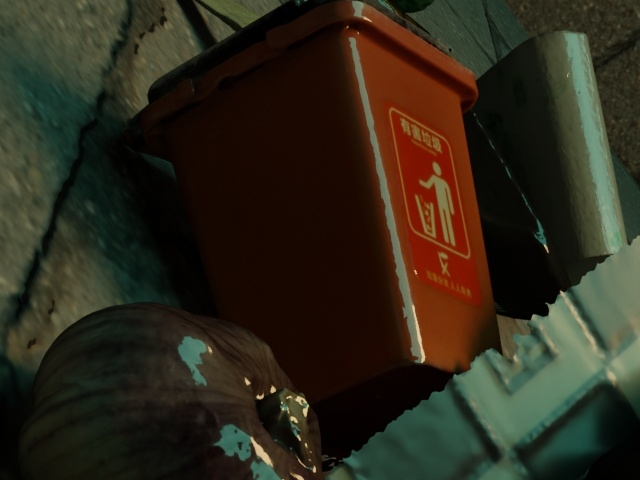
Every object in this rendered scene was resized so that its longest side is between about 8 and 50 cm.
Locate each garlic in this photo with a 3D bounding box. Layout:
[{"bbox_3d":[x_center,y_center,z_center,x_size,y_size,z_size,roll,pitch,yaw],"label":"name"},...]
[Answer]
[{"bbox_3d":[-0.050,0.090,0.706,0.159,0.102,0.147,46,17,-35],"label":"garlic"}]

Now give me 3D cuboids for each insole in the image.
[{"bbox_3d":[-0.045,-0.157,1.286,0.192,0.010,0.063,40,22,21],"label":"insole"}]

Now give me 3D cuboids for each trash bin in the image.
[{"bbox_3d":[0.000,0.000,0.958,0.161,0.184,0.239,23,49,-51],"label":"trash bin"}]

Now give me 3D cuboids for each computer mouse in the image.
[{"bbox_3d":[0.126,-0.034,1.495,0.269,0.100,0.170,62,0,23],"label":"computer mouse"}]

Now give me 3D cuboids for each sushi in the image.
[{"bbox_3d":[0.198,0.159,0.852,0.373,0.100,0.296,-32,93,-32],"label":"sushi"}]

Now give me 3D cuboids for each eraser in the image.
[{"bbox_3d":[0.215,-0.063,1.618,0.081,0.174,0.227,0,71,-29],"label":"eraser"}]

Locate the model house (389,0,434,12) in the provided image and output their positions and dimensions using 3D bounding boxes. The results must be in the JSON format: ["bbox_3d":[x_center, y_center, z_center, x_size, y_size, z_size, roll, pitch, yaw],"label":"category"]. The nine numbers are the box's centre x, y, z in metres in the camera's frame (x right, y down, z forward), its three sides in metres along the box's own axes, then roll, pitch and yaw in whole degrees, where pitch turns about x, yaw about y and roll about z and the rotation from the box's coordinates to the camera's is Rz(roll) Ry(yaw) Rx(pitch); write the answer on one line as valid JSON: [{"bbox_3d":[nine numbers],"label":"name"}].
[{"bbox_3d":[0.044,-0.452,1.874,0.325,0.267,0.194,36,8,-21],"label":"model house"}]

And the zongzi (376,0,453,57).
[{"bbox_3d":[0.085,-0.202,1.737,0.184,0.084,0.187,62,13,-12],"label":"zongzi"}]
